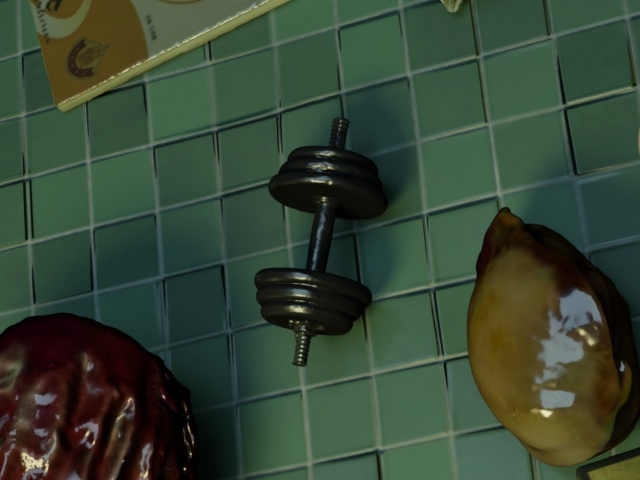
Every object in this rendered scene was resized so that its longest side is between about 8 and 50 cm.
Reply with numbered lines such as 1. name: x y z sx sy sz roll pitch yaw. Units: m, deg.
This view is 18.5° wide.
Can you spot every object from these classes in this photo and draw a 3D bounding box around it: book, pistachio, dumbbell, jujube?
1. book: -0.137 -0.265 1.790 0.295 0.020 0.208 -25 64 15
2. pistachio: 0.173 0.069 1.486 0.165 0.130 0.210 -53 51 48
3. dumbbell: 0.000 0.000 1.595 0.099 0.099 0.209 3 74 25
4. jujube: -0.222 0.252 1.547 0.258 0.258 0.377 12 72 27

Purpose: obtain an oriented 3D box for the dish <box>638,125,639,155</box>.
1. dish: 0.351 -0.064 1.463 0.213 0.090 0.213 -8 69 20

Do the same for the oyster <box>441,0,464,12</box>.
1. oyster: 0.168 -0.337 1.635 0.199 0.087 0.252 -16 60 29

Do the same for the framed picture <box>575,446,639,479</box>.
1. framed picture: 0.363 0.188 1.303 0.338 0.014 0.255 -18 38 1
